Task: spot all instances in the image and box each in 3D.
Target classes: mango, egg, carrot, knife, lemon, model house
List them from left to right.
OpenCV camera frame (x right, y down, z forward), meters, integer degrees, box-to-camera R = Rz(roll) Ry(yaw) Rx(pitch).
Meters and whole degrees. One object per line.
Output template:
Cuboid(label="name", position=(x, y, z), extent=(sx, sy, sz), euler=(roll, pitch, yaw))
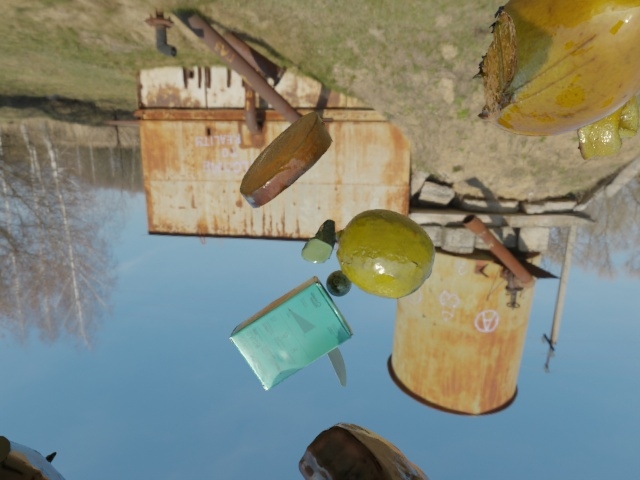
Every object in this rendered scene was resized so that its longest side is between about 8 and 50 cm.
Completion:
Cuboid(label="carrot", position=(-0.091, -0.201, 1.085), extent=(0.258, 0.100, 0.307), euler=(-16, -144, 51))
Cuboid(label="model house", position=(0.000, 0.000, 0.944), extent=(0.066, 0.079, 0.083), euler=(22, -135, -7))
Cuboid(label="knife", position=(0.038, 0.405, 1.513), extent=(0.063, 0.260, 0.034), euler=(-26, 174, -36))
Cuboid(label="egg", position=(0.062, 0.138, 1.354), extent=(0.085, 0.085, 0.110), euler=(5, -158, 22))
Cuboid(label="lemon", position=(0.187, 0.039, 1.195), extent=(0.260, 0.284, 0.260), euler=(-44, -174, 5))
Cuboid(label="mango", position=(0.257, -0.193, 0.444), extent=(0.126, 0.154, 0.252), euler=(-26, 180, 3))

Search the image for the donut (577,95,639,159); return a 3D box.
Cuboid(label="donut", position=(0.666, -0.277, 0.951), extent=(0.181, 0.146, 0.078), euler=(-28, -156, -23))

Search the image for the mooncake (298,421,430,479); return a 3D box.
Cuboid(label="mooncake", position=(0.116, 0.543, 0.911), extent=(0.333, 0.174, 0.326), euler=(38, 177, -2))

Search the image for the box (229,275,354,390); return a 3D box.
Cuboid(label="box", position=(-0.085, 0.273, 1.247), extent=(0.311, 0.205, 0.118), euler=(-33, -171, 3))

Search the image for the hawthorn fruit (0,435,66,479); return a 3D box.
Cuboid(label="hawthorn fruit", position=(-0.502, 0.438, 0.571), extent=(0.315, 0.316, 0.316), euler=(0, -168, 0))
